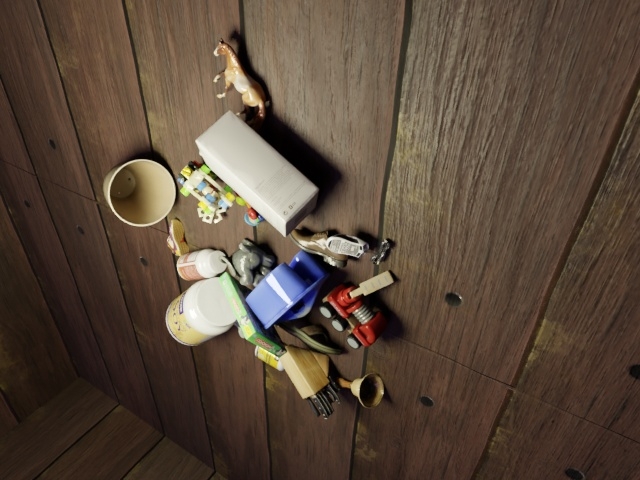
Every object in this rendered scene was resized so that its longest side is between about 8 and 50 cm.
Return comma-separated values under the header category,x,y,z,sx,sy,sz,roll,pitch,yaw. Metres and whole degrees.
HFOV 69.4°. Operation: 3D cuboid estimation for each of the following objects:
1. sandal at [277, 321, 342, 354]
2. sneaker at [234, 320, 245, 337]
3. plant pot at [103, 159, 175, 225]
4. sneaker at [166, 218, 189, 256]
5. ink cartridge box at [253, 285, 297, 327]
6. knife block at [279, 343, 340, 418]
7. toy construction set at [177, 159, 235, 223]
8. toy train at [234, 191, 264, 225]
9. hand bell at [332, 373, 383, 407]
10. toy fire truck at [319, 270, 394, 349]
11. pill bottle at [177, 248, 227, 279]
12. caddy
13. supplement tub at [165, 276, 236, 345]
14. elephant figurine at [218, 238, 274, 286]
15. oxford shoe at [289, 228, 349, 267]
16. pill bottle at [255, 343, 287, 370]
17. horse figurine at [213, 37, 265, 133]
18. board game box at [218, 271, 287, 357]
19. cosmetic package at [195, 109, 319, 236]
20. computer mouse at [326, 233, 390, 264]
category,x,y,z,sx,sy,sz,roll,pitch,yaw
sandal,-0.044,0.355,1.779,0.302,0.086,0.120,32,164,-1
sneaker,-0.350,0.367,2.061,0.058,0.052,0.135,-26,100,27
plant pot,-0.761,-0.213,1.859,0.274,0.256,0.256,21,132,47
sneaker,-0.634,-0.011,1.996,0.084,0.069,0.185,11,124,25
ink cartridge box,-0.179,0.252,1.851,0.097,0.046,0.207,-11,111,40
knife block,-0.050,0.559,1.807,0.275,0.242,0.088,24,141,-24
toy construction set,-0.394,-0.170,1.622,0.215,0.151,0.327,41,166,-5
toy train,-0.260,-0.171,1.602,0.248,0.105,0.143,59,152,2
hand bell,0.122,0.574,1.826,0.242,0.126,0.126,-9,113,54
toy fire truck,0.152,0.220,1.531,0.217,0.158,0.246,49,146,-1
pill bottle,-0.491,0.100,1.928,0.216,0.121,0.121,-9,113,41
caddy,-0.103,0.187,1.616,0.179,0.241,0.341,51,136,6
supplement tub,-0.497,0.304,1.979,0.241,0.241,0.331,52,138,-4
elephant figurine,-0.304,0.083,1.767,0.239,0.169,0.186,17,100,47
oxford shoe,0.000,0.000,1.535,0.227,0.083,0.096,23,114,20
pill bottle,-0.180,0.490,1.972,0.184,0.103,0.103,24,130,22
horse figurine,-0.240,-0.456,1.403,0.263,0.066,0.174,53,140,-4
board game box,-0.255,0.277,1.730,0.213,0.046,0.317,46,-174,-47
cosmetic package,-0.191,-0.199,1.428,0.365,0.155,0.197,44,169,4
computer mouse,0.114,0.015,1.441,0.193,0.042,0.106,15,137,-3
